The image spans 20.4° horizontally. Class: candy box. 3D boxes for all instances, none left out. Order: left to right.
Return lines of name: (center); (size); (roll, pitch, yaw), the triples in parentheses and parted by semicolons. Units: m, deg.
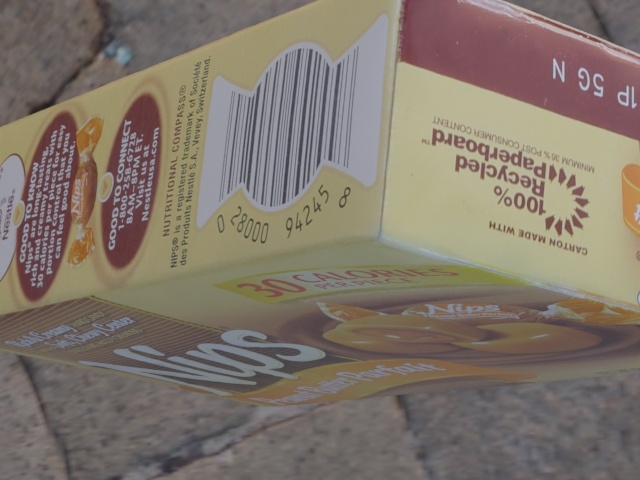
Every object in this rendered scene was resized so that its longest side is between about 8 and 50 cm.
candy box: (0.000, 0.000, 0.658); (0.183, 0.316, 0.088); (16, 74, -34)
